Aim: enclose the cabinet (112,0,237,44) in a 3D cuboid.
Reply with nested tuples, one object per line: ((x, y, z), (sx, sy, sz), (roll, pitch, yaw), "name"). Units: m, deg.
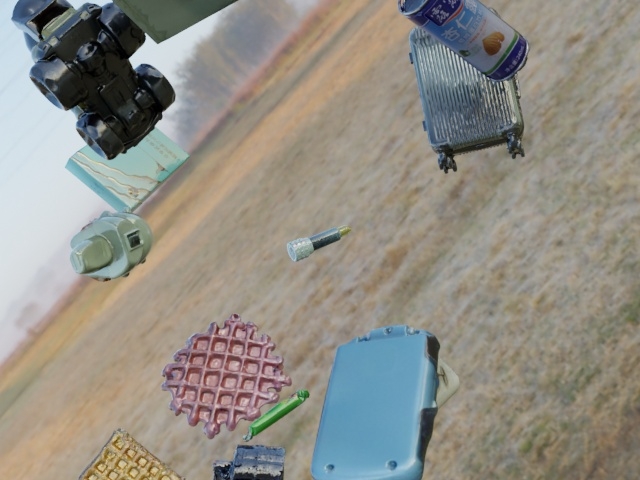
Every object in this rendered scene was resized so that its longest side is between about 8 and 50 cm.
((-0.150, -0.357, 0.978), (0.206, 0.145, 0.150), (-26, -23, 11), "cabinet")

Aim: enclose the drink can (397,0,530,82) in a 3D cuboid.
((0.245, -0.363, 1.464), (0.097, 0.235, 0.097), (-32, 44, 38), "drink can")

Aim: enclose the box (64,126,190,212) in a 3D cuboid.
((-0.396, -0.164, 1.796), (0.041, 0.162, 0.229), (-48, 4, 42), "box")

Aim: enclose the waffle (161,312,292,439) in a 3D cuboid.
((-0.184, 0.257, 1.644), (0.234, 0.221, 0.055), (-32, -27, -16), "waffle")

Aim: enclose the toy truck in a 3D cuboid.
((-0.318, -0.231, 1.186), (0.147, 0.165, 0.224), (-48, -35, -15), "toy truck")

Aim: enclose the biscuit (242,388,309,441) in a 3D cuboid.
((-0.048, 0.189, 0.945), (0.089, 0.016, 0.046), (-33, -7, -15), "biscuit")

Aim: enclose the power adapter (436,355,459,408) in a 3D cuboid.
((0.168, 0.254, 1.553), (0.205, 0.130, 0.125), (-30, -20, -51), "power adapter")

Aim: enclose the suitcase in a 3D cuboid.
((0.302, -0.308, 1.768), (0.202, 0.312, 0.128), (-11, -7, 17), "suitcase")

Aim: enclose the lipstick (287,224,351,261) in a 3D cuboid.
((0.000, 0.000, 1.494), (0.116, 0.037, 0.037), (-23, -3, -22), "lipstick")

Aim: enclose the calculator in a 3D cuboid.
((0.083, 0.238, 1.235), (0.173, 0.051, 0.293), (-9, 42, 24), "calculator")

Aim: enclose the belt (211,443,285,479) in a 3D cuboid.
((-0.128, 0.438, 1.547), (0.218, 0.129, 0.122), (96, 177, -55), "belt")

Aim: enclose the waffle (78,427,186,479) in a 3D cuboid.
((-0.287, 0.373, 1.338), (0.102, 0.148, 0.042), (-52, -4, -11), "waffle")

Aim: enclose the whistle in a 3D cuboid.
((-0.336, 0.011, 1.393), (0.106, 0.102, 0.253), (-45, 2, 15), "whistle")
